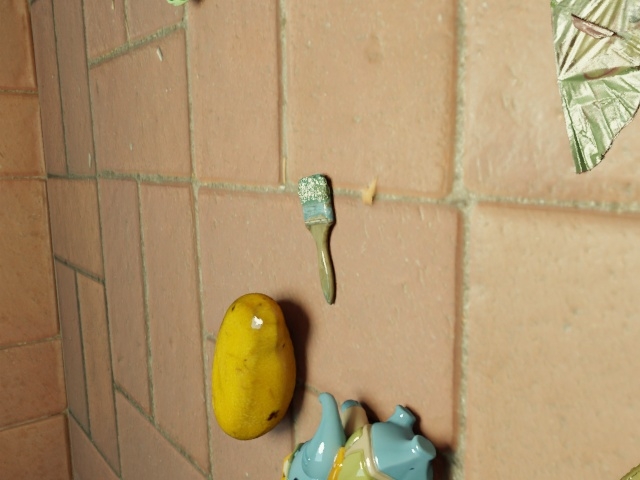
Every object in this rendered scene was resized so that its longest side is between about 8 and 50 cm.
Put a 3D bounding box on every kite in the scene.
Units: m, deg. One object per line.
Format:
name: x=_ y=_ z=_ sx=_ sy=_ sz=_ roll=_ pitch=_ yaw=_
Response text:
kite: x=0.279 y=-0.144 z=0.437 sx=0.250 sy=0.012 sz=0.229 roll=52 pitch=134 yaw=31

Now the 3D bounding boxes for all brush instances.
brush: x=0.000 y=0.000 z=0.808 sx=0.070 sy=0.021 sz=0.196 roll=-7 pitch=91 yaw=54

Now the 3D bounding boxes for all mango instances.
mango: x=-0.107 y=0.205 z=0.905 sx=0.177 sy=0.120 sz=0.294 roll=49 pitch=130 yaw=45

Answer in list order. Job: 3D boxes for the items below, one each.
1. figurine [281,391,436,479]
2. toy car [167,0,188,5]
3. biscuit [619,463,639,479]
figurine: x=0.043 y=0.303 z=0.729 sx=0.262 sy=0.154 sz=0.180 roll=-51 pitch=47 yaw=23
toy car: x=-0.224 y=-0.506 z=0.975 sx=0.186 sy=0.058 sz=0.093 roll=-44 pitch=61 yaw=33
biscuit: x=0.320 y=0.233 z=0.426 sx=0.290 sy=0.038 sz=0.141 roll=-47 pitch=59 yaw=45
